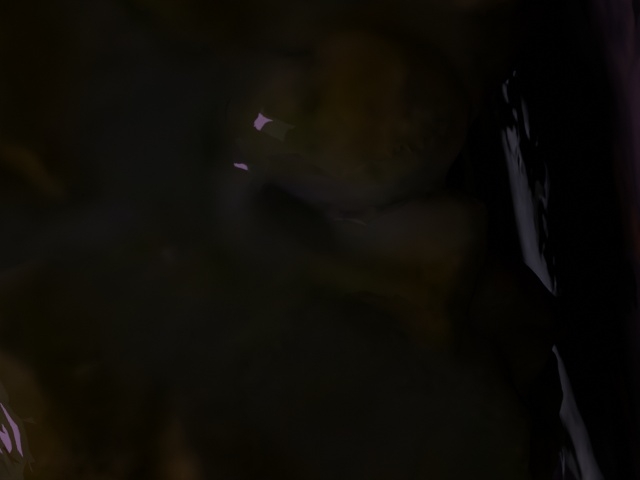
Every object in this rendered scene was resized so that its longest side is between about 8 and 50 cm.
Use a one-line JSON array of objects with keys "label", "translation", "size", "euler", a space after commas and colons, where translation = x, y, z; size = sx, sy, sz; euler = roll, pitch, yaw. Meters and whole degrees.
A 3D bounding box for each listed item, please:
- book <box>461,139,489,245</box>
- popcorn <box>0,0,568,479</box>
[{"label": "book", "translation": [0.001, 0.039, 0.695], "size": [0.283, 0.025, 0.214], "euler": [172, 87, -71]}, {"label": "popcorn", "translation": [-0.030, -0.006, 0.483], "size": [0.204, 0.184, 0.221], "euler": [-93, -8, -80]}]
